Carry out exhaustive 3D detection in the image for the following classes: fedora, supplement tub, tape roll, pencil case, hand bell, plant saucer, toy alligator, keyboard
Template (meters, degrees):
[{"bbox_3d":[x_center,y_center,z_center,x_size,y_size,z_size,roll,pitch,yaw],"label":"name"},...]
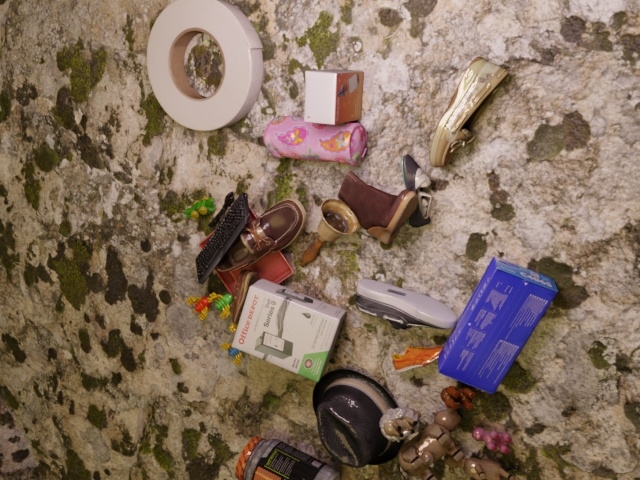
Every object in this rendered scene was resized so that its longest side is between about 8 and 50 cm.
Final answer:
[{"bbox_3d":[0.091,0.567,1.868,0.334,0.152,0.333,8,109,25],"label":"fedora"},{"bbox_3d":[-0.110,0.784,2.019,0.316,0.194,0.193,20,114,22],"label":"supplement tub"},{"bbox_3d":[-0.346,-0.521,1.814,0.392,0.072,0.391,9,109,27],"label":"tape roll"},{"bbox_3d":[-0.016,-0.276,1.689,0.284,0.124,0.124,9,109,27],"label":"pencil case"},{"bbox_3d":[0.000,0.000,1.786,0.126,0.126,0.242,47,133,8],"label":"hand bell"},{"bbox_3d":[-0.231,0.050,1.943,0.259,0.048,0.258,-36,87,31],"label":"plant saucer"},{"bbox_3d":[-0.401,-0.093,1.989,0.190,0.056,0.051,-21,135,31],"label":"toy alligator"},{"bbox_3d":[-0.305,-0.030,1.857,0.317,0.033,0.201,-49,35,32],"label":"keyboard"}]

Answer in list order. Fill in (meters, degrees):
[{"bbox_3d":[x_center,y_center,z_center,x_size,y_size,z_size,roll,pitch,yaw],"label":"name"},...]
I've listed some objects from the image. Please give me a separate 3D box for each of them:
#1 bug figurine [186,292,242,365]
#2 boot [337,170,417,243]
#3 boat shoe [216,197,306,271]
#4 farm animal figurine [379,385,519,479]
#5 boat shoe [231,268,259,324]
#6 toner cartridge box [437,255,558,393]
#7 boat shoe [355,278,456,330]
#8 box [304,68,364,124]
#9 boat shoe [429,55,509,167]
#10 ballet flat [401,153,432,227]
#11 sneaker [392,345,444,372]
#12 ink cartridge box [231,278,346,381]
[{"bbox_3d":[-0.314,0.273,2.026,0.279,0.072,0.216,54,136,-2],"label":"bug figurine"},{"bbox_3d":[0.140,-0.110,1.624,0.207,0.090,0.248,46,153,12],"label":"boot"},{"bbox_3d":[-0.184,-0.003,1.801,0.342,0.123,0.123,-32,89,32],"label":"boat shoe"},{"bbox_3d":[0.353,0.565,1.710,0.327,0.172,0.330,-23,95,-10],"label":"farm animal figurine"},{"bbox_3d":[-0.245,0.175,1.918,0.060,0.064,0.177,21,99,33],"label":"boat shoe"},{"bbox_3d":[0.451,0.224,1.588,0.165,0.075,0.347,21,116,-2],"label":"toner cartridge box"},{"bbox_3d":[0.231,0.202,1.708,0.301,0.108,0.102,17,113,26],"label":"boat shoe"},{"bbox_3d":[0.037,-0.377,1.594,0.091,0.170,0.130,11,111,25],"label":"box"},{"bbox_3d":[0.354,-0.298,1.488,0.089,0.105,0.285,31,117,20],"label":"boat shoe"},{"bbox_3d":[0.260,-0.130,1.611,0.074,0.074,0.203,2,112,28],"label":"ballet flat"},{"bbox_3d":[0.279,0.328,1.748,0.175,0.064,0.067,-23,81,28],"label":"sneaker"},{"bbox_3d":[-0.097,0.267,1.841,0.289,0.121,0.211,20,101,9],"label":"ink cartridge box"}]
